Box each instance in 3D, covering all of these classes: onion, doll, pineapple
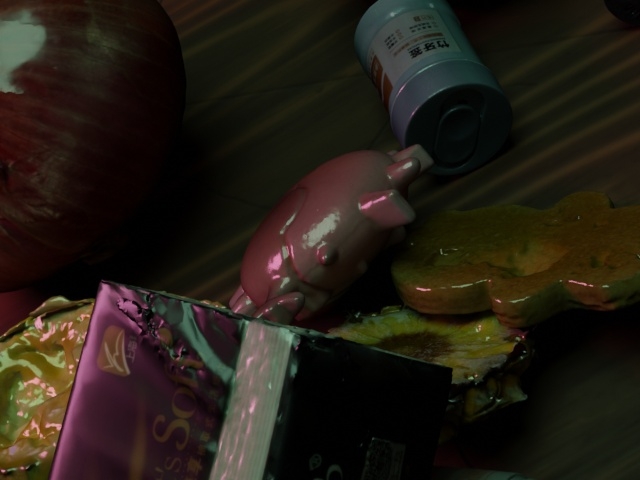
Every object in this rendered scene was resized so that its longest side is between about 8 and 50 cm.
[{"bbox_3d":[-0.285,-0.118,1.585,0.354,0.353,0.353,-15,46,17],"label":"onion"},{"bbox_3d":[0.000,0.000,1.407,0.211,0.093,0.262,-36,13,32],"label":"doll"},{"bbox_3d":[0.064,0.098,1.318,0.221,0.047,0.221,-10,22,4],"label":"pineapple"}]

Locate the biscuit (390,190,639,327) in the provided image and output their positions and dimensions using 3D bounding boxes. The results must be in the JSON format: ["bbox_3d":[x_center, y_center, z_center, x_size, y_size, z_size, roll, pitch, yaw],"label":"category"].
[{"bbox_3d":[0.162,0.016,1.353,0.249,0.035,0.184,-2,28,31],"label":"biscuit"}]

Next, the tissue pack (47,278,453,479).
[{"bbox_3d":[-0.062,0.221,1.111,0.198,0.210,0.369,12,84,38],"label":"tissue pack"}]

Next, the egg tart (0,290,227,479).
[{"bbox_3d":[-0.203,0.149,1.409,0.315,0.120,0.315,-16,45,17],"label":"egg tart"}]

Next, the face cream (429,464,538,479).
[{"bbox_3d":[0.115,0.210,1.194,0.252,0.101,0.101,1,53,29],"label":"face cream"}]

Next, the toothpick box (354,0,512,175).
[{"bbox_3d":[0.097,-0.141,1.514,0.101,0.101,0.153,-28,43,4],"label":"toothpick box"}]

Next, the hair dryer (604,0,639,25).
[{"bbox_3d":[0.358,-0.265,1.494,0.219,0.071,0.124,-6,50,30],"label":"hair dryer"}]
